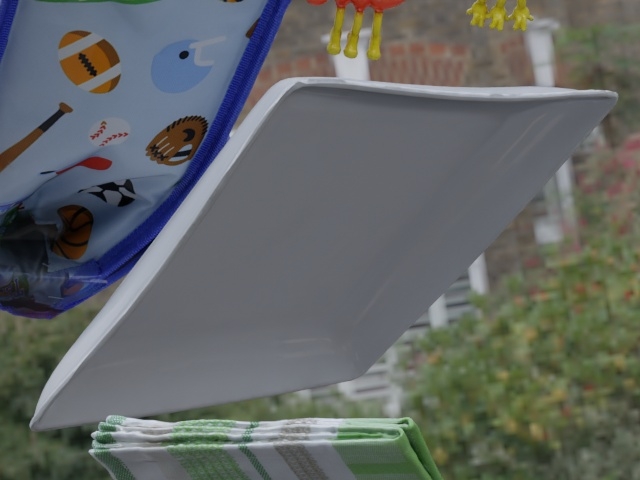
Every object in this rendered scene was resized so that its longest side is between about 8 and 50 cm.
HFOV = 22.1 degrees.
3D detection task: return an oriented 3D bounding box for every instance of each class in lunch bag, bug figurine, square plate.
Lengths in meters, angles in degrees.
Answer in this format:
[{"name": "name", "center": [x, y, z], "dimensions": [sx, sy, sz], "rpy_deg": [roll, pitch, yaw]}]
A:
[{"name": "lunch bag", "center": [-0.183, -0.179, 1.230], "dimensions": [0.239, 0.327, 0.385], "rpy_deg": [7, -48, -25]}, {"name": "bug figurine", "center": [0.079, -0.280, 1.304], "dimensions": [0.216, 0.279, 0.072], "rpy_deg": [4, -22, -2]}, {"name": "square plate", "center": [0.000, 0.000, 1.152], "dimensions": [0.344, 0.049, 0.347], "rpy_deg": [-3, -38, -47]}]

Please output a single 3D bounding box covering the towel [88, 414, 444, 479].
[{"name": "towel", "center": [-0.012, 0.110, 0.716], "dimensions": [0.152, 0.023, 0.113], "rpy_deg": [-4, -40, 26]}]
